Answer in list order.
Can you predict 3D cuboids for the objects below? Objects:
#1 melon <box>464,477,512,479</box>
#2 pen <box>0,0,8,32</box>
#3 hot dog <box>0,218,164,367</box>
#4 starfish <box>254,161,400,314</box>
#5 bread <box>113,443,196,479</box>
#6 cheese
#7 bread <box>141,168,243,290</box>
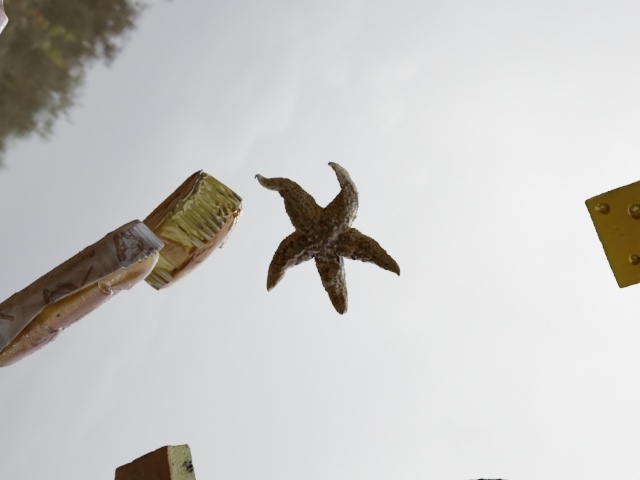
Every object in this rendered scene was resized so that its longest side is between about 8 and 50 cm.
[{"bbox_3d":[0.202,0.393,1.559,0.129,0.265,0.169,-25,-117,24],"label":"melon"},{"bbox_3d":[-0.324,-0.169,1.125,0.053,0.032,0.197,13,-114,23],"label":"pen"},{"bbox_3d":[-0.310,0.068,1.533,0.268,0.075,0.144,-30,-169,8],"label":"hot dog"},{"bbox_3d":[0.000,0.000,1.923,0.235,0.277,0.062,-60,166,16],"label":"starfish"},{"bbox_3d":[-0.248,0.352,1.782,0.226,0.049,0.088,-30,-112,50],"label":"bread"},{"bbox_3d":[0.428,-0.024,1.635,0.093,0.126,0.171,-21,-179,31],"label":"cheese"},{"bbox_3d":[-0.201,-0.011,1.866,0.190,0.114,0.132,-46,-170,23],"label":"bread"}]
